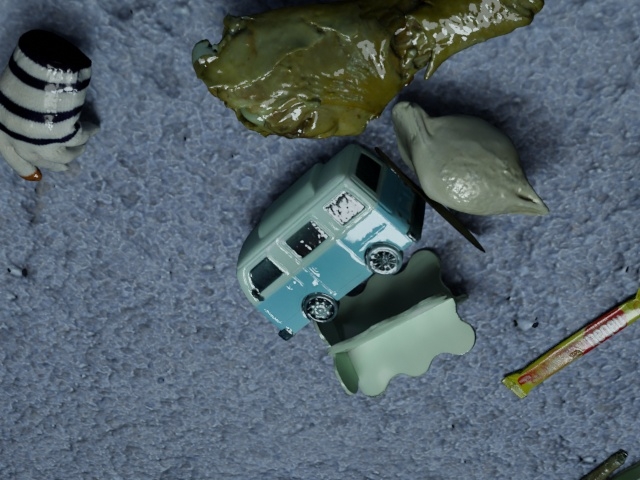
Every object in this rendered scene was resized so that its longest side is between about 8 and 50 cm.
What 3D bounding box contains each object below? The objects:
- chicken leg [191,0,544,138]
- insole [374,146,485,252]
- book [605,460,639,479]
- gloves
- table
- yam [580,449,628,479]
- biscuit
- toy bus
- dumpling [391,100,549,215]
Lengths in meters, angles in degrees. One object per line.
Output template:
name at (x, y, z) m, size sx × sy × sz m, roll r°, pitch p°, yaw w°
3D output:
chicken leg at (0.071, -0.238, 1.062) m, size 0.429 × 0.152 × 0.201 m, roll -20°, pitch 115°, yaw 13°
insole at (0.153, -0.049, 1.206) m, size 0.005 × 0.086 × 0.253 m, roll -44°, pitch 130°, yaw 12°
book at (0.628, 0.430, 1.496) m, size 0.264 × 0.027 × 0.202 m, roll -45°, pitch 73°, yaw 34°
gloves at (-0.371, -0.160, 1.199) m, size 0.140 × 0.131 × 0.218 m, roll 22°, pitch 119°, yaw -6°
table at (0.115, 0.122, 1.332) m, size 0.198 × 0.166 × 0.166 m, roll -30°, pitch 118°, yaw 19°
yam at (0.481, 0.405, 1.571) m, size 0.033 × 0.027 × 0.129 m, roll 25°, pitch 126°, yaw -13°
biscuit at (0.398, 0.157, 1.391) m, size 0.048 × 0.026 × 0.292 m, roll 46°, pitch 123°, yaw -2°
toy bus at (0.000, 0.000, 1.263) m, size 0.165 × 0.133 × 0.271 m, roll 41°, pitch 120°, yaw -16°
dumpling at (0.187, -0.089, 1.176) m, size 0.216 × 0.126 × 0.166 m, roll 11°, pitch 167°, yaw -5°
